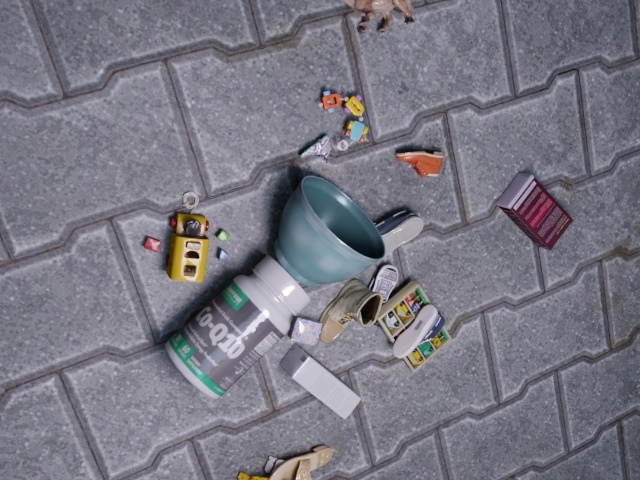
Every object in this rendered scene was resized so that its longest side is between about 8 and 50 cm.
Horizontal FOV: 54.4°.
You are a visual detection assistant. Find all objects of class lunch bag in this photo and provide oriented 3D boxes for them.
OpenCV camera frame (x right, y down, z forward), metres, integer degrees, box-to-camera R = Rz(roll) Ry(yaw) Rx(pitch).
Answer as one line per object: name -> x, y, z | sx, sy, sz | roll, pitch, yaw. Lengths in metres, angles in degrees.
lunch bag -> -0.043, 0.260, 1.797 | 0.083, 0.053, 0.071 | 16, 94, -14

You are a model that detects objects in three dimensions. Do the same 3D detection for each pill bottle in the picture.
pill bottle -> -0.211, 0.222, 1.640 | 0.361, 0.204, 0.204 | -44, 113, -8

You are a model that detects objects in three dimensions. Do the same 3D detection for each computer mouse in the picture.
computer mouse -> 0.174, 0.158, 1.867 | 0.106, 0.042, 0.193 | 21, 99, -19

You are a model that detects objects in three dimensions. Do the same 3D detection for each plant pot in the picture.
plant pot -> 0.000, 0.000, 1.655 | 0.293, 0.293, 0.196 | 35, 114, -24

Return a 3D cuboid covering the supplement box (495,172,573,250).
supplement box -> 0.686, -0.092, 1.993 | 0.239, 0.073, 0.130 | 40, 86, -23

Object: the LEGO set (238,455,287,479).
LEGO set -> -0.199, 0.732, 1.830 | 0.087, 0.093, 0.227 | 27, 86, -55

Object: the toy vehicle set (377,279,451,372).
toy vehicle set -> 0.286, 0.266, 1.912 | 0.166, 0.035, 0.267 | -40, 122, -9

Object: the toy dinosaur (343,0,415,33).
toy dinosaur -> 0.146, -0.660, 1.636 | 0.295, 0.127, 0.201 | -11, 99, -25

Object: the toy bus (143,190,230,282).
toy bus -> -0.334, 0.010, 1.599 | 0.191, 0.104, 0.202 | -40, 113, -9

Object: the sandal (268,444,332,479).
sandal -> -0.041, 0.682, 1.833 | 0.240, 0.079, 0.088 | -17, 117, -38

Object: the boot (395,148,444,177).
boot -> 0.287, -0.224, 1.819 | 0.157, 0.059, 0.085 | 2, 106, -23

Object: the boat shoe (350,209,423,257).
boat shoe -> 0.173, -0.011, 1.805 | 0.254, 0.079, 0.095 | -33, 127, -3

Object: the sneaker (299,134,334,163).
sneaker -> -0.004, -0.237, 1.710 | 0.098, 0.038, 0.069 | -36, 111, -10

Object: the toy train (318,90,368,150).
toy train -> 0.061, -0.337, 1.713 | 0.125, 0.046, 0.166 | -22, 106, -14

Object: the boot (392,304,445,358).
boot -> 0.300, 0.288, 1.865 | 0.190, 0.069, 0.086 | -49, 129, -5

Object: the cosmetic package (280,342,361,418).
cosmetic package -> 0.000, 0.409, 1.812 | 0.231, 0.117, 0.085 | 41, 84, -23

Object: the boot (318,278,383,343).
boot -> 0.083, 0.219, 1.774 | 0.077, 0.165, 0.213 | 36, 87, -24
